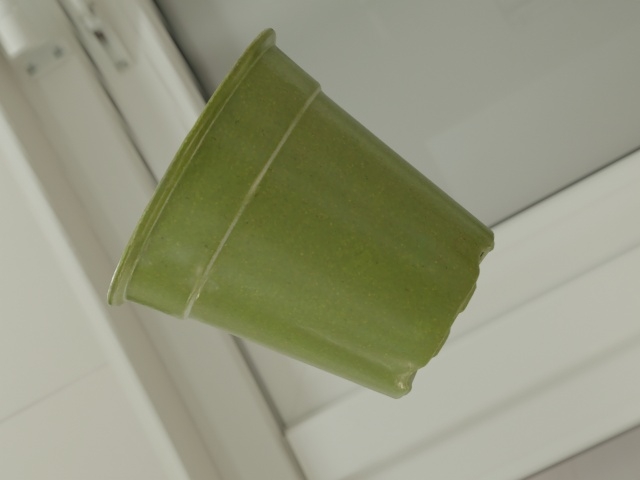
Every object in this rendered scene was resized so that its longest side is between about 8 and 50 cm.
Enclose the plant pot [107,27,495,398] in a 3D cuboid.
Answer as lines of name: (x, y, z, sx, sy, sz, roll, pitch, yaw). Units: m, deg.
plant pot: (0.000, 0.000, 0.371, 0.079, 0.083, 0.083, 29, -161, 1)
